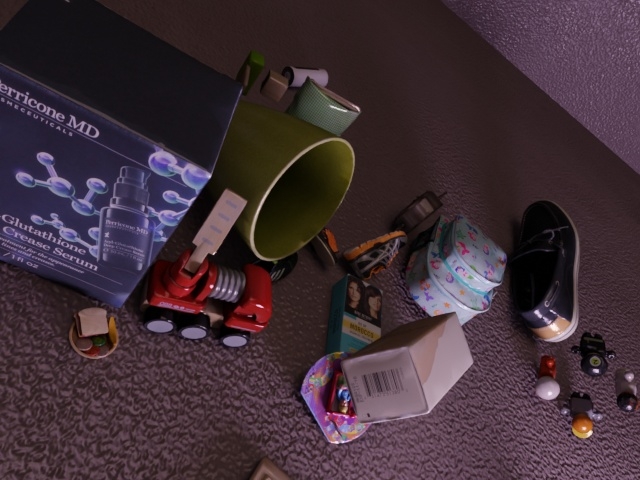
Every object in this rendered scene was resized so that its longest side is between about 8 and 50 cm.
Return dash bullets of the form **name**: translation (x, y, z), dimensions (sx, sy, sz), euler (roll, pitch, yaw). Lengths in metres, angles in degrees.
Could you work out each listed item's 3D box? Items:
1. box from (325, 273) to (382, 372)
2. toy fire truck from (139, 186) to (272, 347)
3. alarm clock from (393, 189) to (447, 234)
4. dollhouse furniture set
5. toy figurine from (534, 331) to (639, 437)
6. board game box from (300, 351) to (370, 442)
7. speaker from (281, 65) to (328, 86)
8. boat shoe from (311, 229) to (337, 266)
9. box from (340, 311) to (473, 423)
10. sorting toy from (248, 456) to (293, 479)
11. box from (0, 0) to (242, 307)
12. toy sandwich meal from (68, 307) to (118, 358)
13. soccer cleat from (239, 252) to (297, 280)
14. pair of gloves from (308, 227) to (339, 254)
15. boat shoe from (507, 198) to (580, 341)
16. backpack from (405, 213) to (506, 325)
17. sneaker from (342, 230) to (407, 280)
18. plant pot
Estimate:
- **box**: translation (0.072, 0.197, 1.217), dimensions (0.100, 0.060, 0.244), euler (27, 46, -20)
- **toy fire truck**: translation (-0.168, 0.053, 0.996), dimensions (0.216, 0.246, 0.159), euler (18, 50, -28)
- **alarm clock**: translation (0.241, -0.065, 1.510), dimensions (0.064, 0.129, 0.192), euler (48, 58, 4)
- **dollhouse furniture set**: translation (-0.076, -0.269, 1.354), dimensions (0.301, 0.197, 0.151), euler (24, 45, -22)
- **toy figurine**: translation (0.670, 0.365, 1.457), dimensions (0.210, 0.213, 0.148), euler (49, 30, -3)
- **board game box**: translation (0.047, 0.294, 1.084), dimensions (0.133, 0.033, 0.169), euler (-31, 98, -23)
- **speaker**: translation (-0.043, -0.461, 1.638), dimensions (0.136, 0.055, 0.055), euler (-12, 66, -43)
- **boat shoe**: translation (0.001, -0.001, 1.305), dimensions (0.042, 0.049, 0.133), euler (-25, 70, -32)
- **box**: translation (0.180, 0.239, 1.132), dimensions (0.311, 0.147, 0.121), euler (-10, 81, -63)
- **sorting toy**: translation (-0.031, 0.523, 0.905), dimensions (0.307, 0.041, 0.229), euler (43, 38, -3)
- **box**: translation (-0.346, -0.118, 0.874), dimensions (0.293, 0.395, 0.212), euler (27, 45, -20)
- **toy sandwich meal**: translation (-0.362, 0.147, 0.929), dimensions (0.085, 0.029, 0.086), euler (21, 48, -25)
- **soccer cleat**: translation (-0.099, 0.052, 1.182), dimensions (0.178, 0.072, 0.060), euler (-29, 79, -47)
- **pair of gloves**: translation (0.002, 0.000, 1.350), dimensions (0.083, 0.010, 0.074), euler (-6, 63, -40)
- **boat shoe**: translation (0.649, 0.054, 1.704), dimensions (0.156, 0.186, 0.501), euler (33, 48, -22)
- **backpack**: translation (0.334, 0.078, 1.437), dimensions (0.225, 0.191, 0.254), euler (40, 47, -8)
- **sneaker**: translation (0.139, 0.035, 1.392), dimensions (0.214, 0.084, 0.083), euler (-21, 86, -42)
- **plant pot**: translation (-0.131, -0.156, 1.145), dimensions (0.293, 0.275, 0.274), euler (39, 38, 23)
